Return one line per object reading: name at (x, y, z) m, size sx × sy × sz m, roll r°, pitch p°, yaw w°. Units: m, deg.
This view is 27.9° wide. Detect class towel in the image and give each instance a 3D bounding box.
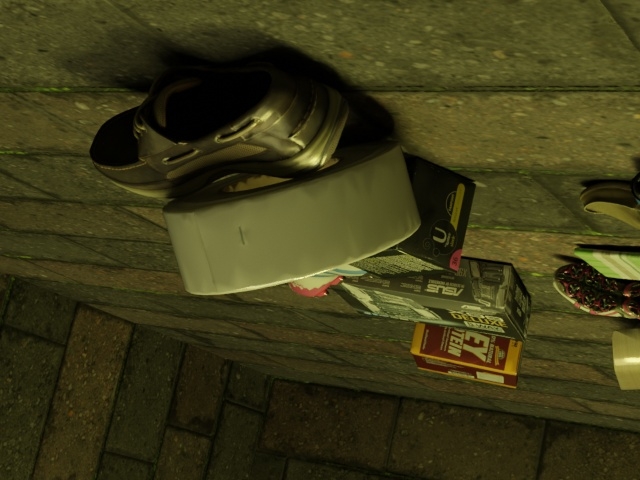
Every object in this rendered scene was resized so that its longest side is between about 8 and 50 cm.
towel at (0.443, 0.031, 1.791) m, size 0.152 × 0.023 × 0.113 m, roll 6°, pitch 164°, yaw 38°

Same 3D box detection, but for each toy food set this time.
toy food set at (0.623, 0.196, 2.228) m, size 0.219 × 0.092 × 0.306 m, roll -3°, pitch 165°, yaw 16°

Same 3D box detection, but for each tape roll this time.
tape roll at (-0.034, -0.029, 1.470) m, size 0.286 × 0.100 × 0.286 m, roll -14°, pitch -170°, yaw 3°

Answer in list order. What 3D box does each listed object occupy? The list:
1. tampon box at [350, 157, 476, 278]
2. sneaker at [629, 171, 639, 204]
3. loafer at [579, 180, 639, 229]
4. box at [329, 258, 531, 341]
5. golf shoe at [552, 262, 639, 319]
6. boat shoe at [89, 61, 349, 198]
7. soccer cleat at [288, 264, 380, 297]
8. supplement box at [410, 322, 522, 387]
tampon box at (0.100, -0.025, 1.636) m, size 0.101 × 0.120 × 0.161 m, roll 21°, pitch 166°, yaw -30°
sneaker at (0.407, -0.045, 1.380) m, size 0.152 × 0.058 × 0.084 m, roll 14°, pitch 178°, yaw 28°
loafer at (0.367, -0.036, 1.484) m, size 0.148 × 0.050 × 0.056 m, roll 4°, pitch 165°, yaw 34°
box at (0.183, 0.084, 2.143) m, size 0.307 × 0.076 × 0.242 m, roll 9°, pitch 167°, yaw 18°
golf shoe at (0.413, 0.081, 1.922) m, size 0.186 × 0.067 × 0.086 m, roll 18°, pitch 168°, yaw -25°
boat shoe at (-0.135, -0.138, 1.414) m, size 0.355 × 0.132 × 0.130 m, roll -8°, pitch 147°, yaw 38°
soccer cleat at (0.000, 0.000, 1.930) m, size 0.143 × 0.116 × 0.331 m, roll 33°, pitch 160°, yaw -14°
supplement box at (0.273, 0.175, 2.338) m, size 0.191 × 0.129 × 0.194 m, roll 11°, pitch 168°, yaw 11°
